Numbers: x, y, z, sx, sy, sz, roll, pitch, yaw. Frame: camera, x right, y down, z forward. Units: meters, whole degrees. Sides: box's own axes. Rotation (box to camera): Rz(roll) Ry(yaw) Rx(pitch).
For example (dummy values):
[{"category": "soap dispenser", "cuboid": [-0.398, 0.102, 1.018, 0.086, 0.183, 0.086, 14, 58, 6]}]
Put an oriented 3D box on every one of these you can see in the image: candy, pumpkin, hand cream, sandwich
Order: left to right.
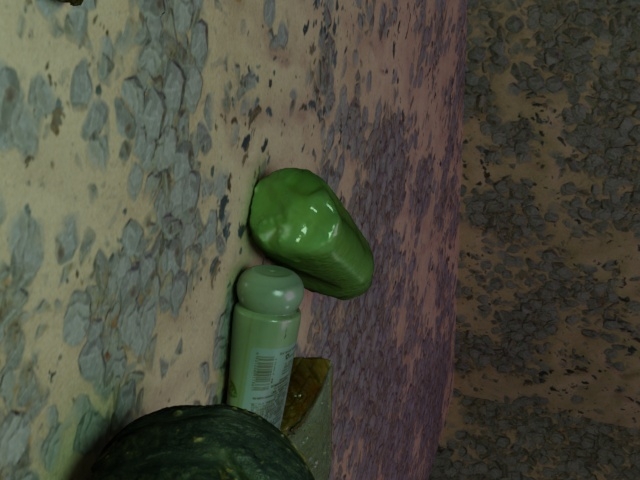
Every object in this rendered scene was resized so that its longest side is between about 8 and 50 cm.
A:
[{"category": "pumpkin", "cuboid": [-0.124, 0.329, 1.022, 0.291, 0.257, 0.328, 82, 18, -83]}, {"category": "hand cream", "cuboid": [-0.081, 0.187, 1.397, 0.147, 0.093, 0.306, -23, 123, -61]}, {"category": "sandwich", "cuboid": [-0.040, 0.338, 1.639, 0.226, 0.087, 0.251, -58, 153, -56]}, {"category": "candy", "cuboid": [0.000, 0.000, 1.494, 0.343, 0.142, 0.132, 51, 37, -70]}]

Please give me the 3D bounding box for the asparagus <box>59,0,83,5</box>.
[{"category": "asparagus", "cuboid": [-0.225, -0.223, 0.776, 0.165, 0.030, 0.036, 44, 32, -69]}]
